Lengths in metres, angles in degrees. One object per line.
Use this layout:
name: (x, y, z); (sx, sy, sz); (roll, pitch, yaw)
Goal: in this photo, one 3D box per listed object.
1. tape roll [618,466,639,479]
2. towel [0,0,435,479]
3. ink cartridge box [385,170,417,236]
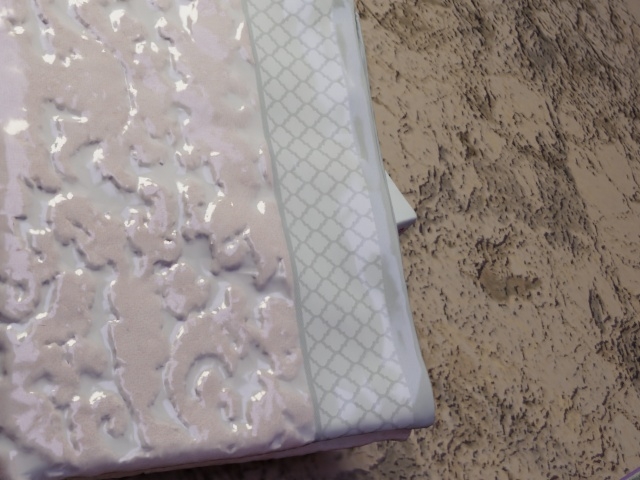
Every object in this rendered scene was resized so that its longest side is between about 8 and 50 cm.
tape roll: (0.172, 0.216, 0.903); (0.275, 0.275, 0.090); (-20, 72, -50)
towel: (-0.082, -0.023, 0.924); (0.317, 0.053, 0.332); (0, 74, -36)
ink cartridge box: (0.000, 0.000, 1.083); (0.122, 0.088, 0.052); (-17, 69, -49)
